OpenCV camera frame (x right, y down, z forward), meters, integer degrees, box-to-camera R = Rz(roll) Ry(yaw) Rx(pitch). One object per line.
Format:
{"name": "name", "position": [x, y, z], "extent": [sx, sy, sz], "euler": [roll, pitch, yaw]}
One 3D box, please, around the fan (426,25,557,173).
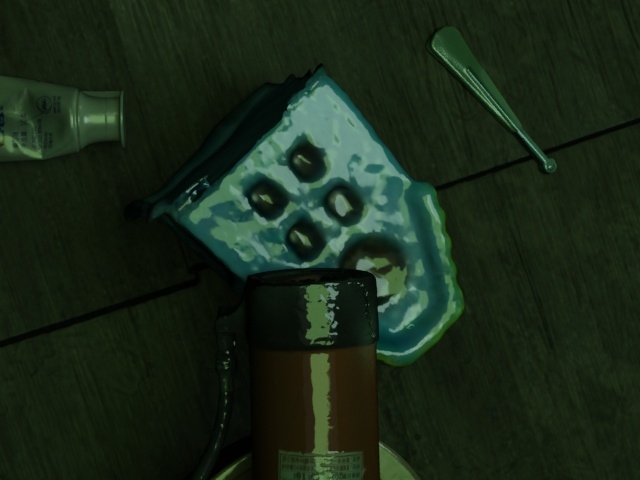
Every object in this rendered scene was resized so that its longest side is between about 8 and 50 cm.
{"name": "fan", "position": [0.183, -0.145, 1.794], "extent": [0.038, 0.016, 0.193], "euler": [-43, 98, -12]}

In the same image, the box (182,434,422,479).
{"name": "box", "position": [-0.027, 0.315, 1.641], "extent": [0.301, 0.216, 0.301], "euler": [0, 91, -14]}

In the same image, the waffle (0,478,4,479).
{"name": "waffle", "position": [-0.282, 0.357, 1.660], "extent": [0.223, 0.054, 0.204], "euler": [29, 73, -12]}

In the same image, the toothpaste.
{"name": "toothpaste", "position": [-0.322, -0.118, 1.661], "extent": [0.266, 0.061, 0.096], "euler": [0, 91, -6]}

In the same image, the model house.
{"name": "model house", "position": [0.000, 0.000, 1.641], "extent": [0.303, 0.237, 0.215], "euler": [43, 82, -11]}

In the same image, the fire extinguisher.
{"name": "fire extinguisher", "position": [-0.031, 0.214, 1.489], "extent": [0.200, 0.113, 0.376], "euler": [-1, 95, 29]}
